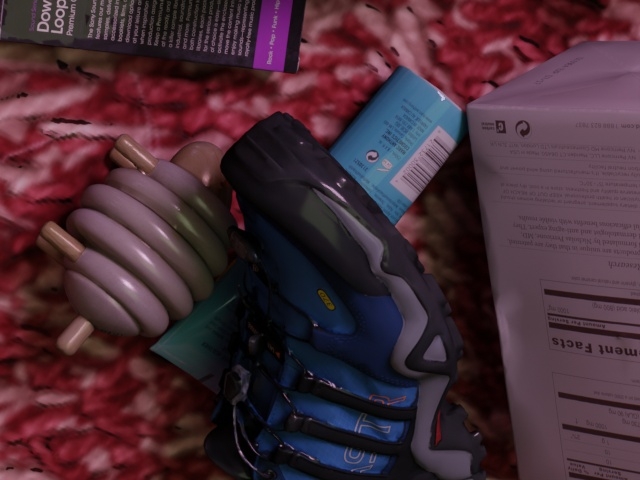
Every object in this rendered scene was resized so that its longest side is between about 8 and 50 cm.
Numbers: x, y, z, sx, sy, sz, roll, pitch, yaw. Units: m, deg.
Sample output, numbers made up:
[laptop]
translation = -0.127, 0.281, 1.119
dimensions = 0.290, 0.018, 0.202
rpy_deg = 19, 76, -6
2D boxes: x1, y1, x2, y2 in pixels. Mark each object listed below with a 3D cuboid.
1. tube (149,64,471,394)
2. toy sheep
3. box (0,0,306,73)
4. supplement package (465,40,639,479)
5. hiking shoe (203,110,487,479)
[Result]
[tube]
translation = 0.000, 0.000, 0.838
dimensions = 0.080, 0.052, 0.207
rpy_deg = 39, 90, -28
[toy sheep]
translation = -0.091, 0.003, 0.773
dimensions = 0.091, 0.091, 0.132
rpy_deg = 45, 77, -28
[box]
translation = -0.081, -0.150, 0.768
dimensions = 0.162, 0.029, 0.116
rpy_deg = 4, 101, -28
[supplement package]
translation = 0.187, 0.022, 0.859
dimensions = 0.139, 0.133, 0.244
rpy_deg = -31, 118, -45
[hiking shoe]
translation = -0.002, 0.072, 0.779
dimensions = 0.132, 0.113, 0.304
rpy_deg = -32, 135, -10
